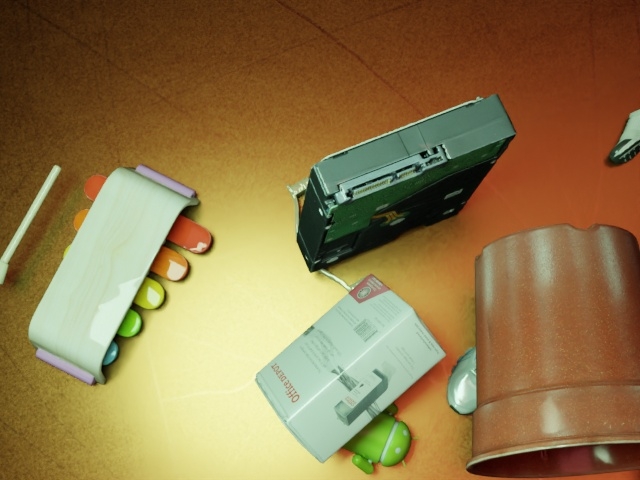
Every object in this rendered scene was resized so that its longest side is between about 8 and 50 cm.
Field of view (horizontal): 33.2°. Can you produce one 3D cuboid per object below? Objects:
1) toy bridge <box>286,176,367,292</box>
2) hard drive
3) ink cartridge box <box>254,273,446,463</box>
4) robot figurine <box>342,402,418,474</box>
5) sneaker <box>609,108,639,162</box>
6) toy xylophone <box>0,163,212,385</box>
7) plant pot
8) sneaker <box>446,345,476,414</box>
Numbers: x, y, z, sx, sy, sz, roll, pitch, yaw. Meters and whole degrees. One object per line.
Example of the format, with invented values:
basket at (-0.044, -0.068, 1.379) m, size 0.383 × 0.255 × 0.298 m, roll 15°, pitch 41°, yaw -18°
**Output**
toy bridge at (0.000, 0.000, 1.522) m, size 0.063 × 0.026 × 0.188 m, roll -31°, pitch 80°, yaw -1°
hard drive at (0.092, -0.063, 1.351) m, size 0.236 × 0.339 × 0.064 m, roll -22°, pitch 79°, yaw -9°
ink cartridge box at (0.035, 0.165, 1.415) m, size 0.218 × 0.158 × 0.092 m, roll -39°, pitch 113°, yaw -4°
robot figurine at (0.071, 0.262, 1.448) m, size 0.115 × 0.067 × 0.101 m, roll 23°, pitch 70°, yaw 8°
sneaker at (0.443, -0.153, 1.512) m, size 0.109 × 0.040 × 0.044 m, roll -42°, pitch 63°, yaw -7°
toy xylophone at (-0.317, 0.027, 1.515) m, size 0.236 × 0.081 × 0.323 m, roll 34°, pitch 84°, yaw 10°
plant pot at (0.299, 0.134, 1.294) m, size 0.272 × 0.272 × 0.265 m, roll -4°, pitch 70°, yaw 4°
sneaker at (0.237, 0.153, 1.447) m, size 0.071 × 0.083 × 0.191 m, roll 38°, pitch 86°, yaw 8°
